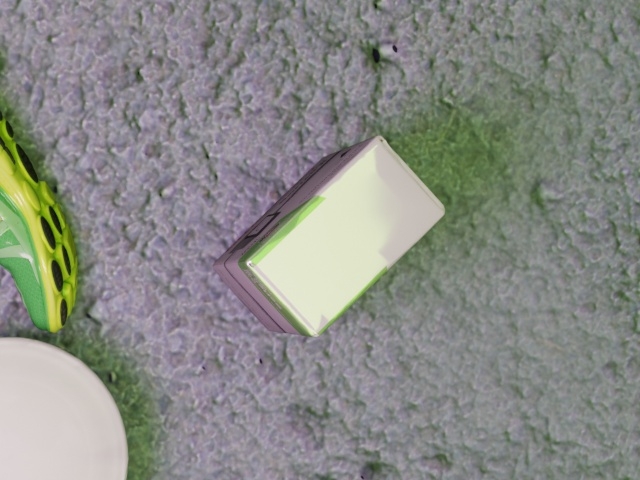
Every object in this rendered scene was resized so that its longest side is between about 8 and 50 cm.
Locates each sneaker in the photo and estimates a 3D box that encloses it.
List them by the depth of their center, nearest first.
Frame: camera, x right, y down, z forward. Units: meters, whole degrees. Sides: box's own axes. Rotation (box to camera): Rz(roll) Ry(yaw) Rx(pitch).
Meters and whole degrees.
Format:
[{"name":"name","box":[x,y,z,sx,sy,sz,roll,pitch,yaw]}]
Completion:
[{"name":"sneaker","box":[-0.367,-0.028,1.609,0.123,0.109,0.295,-24,100,13]}]

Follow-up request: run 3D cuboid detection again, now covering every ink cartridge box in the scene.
[{"name":"ink cartridge box","box":[0.000,0.000,1.600,0.198,0.273,0.115,-44,97,-10]}]

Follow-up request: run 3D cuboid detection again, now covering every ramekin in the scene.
[{"name":"ramekin","box":[-0.353,0.239,1.585,0.273,0.127,0.273,0,90,-15]}]
